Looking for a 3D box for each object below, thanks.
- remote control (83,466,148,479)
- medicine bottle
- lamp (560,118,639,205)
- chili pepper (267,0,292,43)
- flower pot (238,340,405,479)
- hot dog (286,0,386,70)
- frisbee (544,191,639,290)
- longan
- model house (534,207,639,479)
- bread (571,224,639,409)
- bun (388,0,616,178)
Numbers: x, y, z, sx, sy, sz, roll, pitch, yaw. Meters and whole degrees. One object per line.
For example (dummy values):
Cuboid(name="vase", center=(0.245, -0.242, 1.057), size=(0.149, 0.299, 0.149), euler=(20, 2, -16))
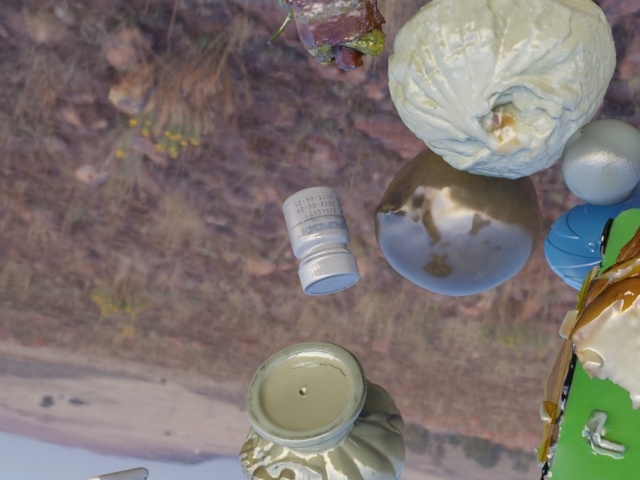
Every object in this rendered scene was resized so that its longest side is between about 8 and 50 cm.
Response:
Cuboid(name="remote control", center=(-0.369, 0.380, 1.298), size=(0.277, 0.055, 0.103), euler=(-25, 165, 22))
Cuboid(name="medicine bottle", center=(0.000, 0.000, 1.636), size=(0.105, 0.168, 0.105), euler=(-13, 160, -5))
Cuboid(name="lamp", center=(0.335, -0.091, 1.113), size=(0.105, 0.105, 0.105), euler=(9, 166, 2))
Cuboid(name="chili pepper", center=(-0.025, -0.415, 1.535), size=(0.073, 0.072, 0.204), euler=(-14, 154, -46))
Cuboid(name="flower pot", center=(-0.007, 0.334, 1.685), size=(0.308, 0.307, 0.244), euler=(4, 136, 22))
Cuboid(name="hot dog", center=(0.015, -0.353, 1.434), size=(0.146, 0.103, 0.213), euler=(-6, 129, 34))
Cuboid(name="frisbee", center=(0.406, -0.007, 1.202), size=(0.242, 0.242, 0.045), euler=(3, 126, 26))
Cuboid(name="longan", center=(0.262, -0.041, 1.806), size=(0.319, 0.318, 0.319), euler=(9, 166, 2))
Cuboid(name="model house", center=(0.314, 0.199, 0.878), size=(0.243, 0.357, 0.313), euler=(14, 163, 8))
Cuboid(name="bread", center=(0.272, -0.023, 0.513), size=(0.114, 0.274, 0.185), euler=(47, -156, 13))
Cuboid(name="bun", center=(0.284, -0.234, 1.459), size=(0.349, 0.227, 0.352), euler=(-5, 141, -1))
